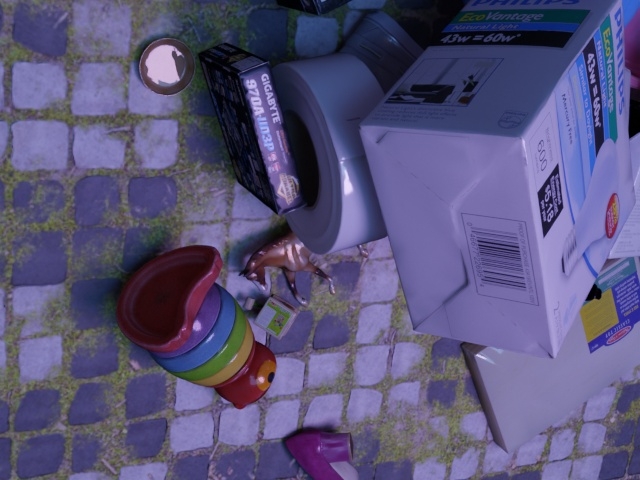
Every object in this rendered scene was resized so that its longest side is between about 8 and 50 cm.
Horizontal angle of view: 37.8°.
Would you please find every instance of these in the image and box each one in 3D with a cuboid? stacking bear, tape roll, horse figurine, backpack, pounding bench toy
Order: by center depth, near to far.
[{"bbox_3d":[0.011,-0.126,1.359,0.100,0.286,0.286,-14,115,-21],"label":"tape roll"},{"bbox_3d":[-0.168,0.158,1.454,0.289,0.164,0.175,51,52,-42],"label":"stacking bear"},{"bbox_3d":[0.000,0.000,1.532,0.263,0.066,0.174,-46,128,-2],"label":"horse figurine"},{"bbox_3d":[-0.084,0.117,1.539,0.083,0.065,0.052,32,93,3],"label":"pounding bench toy"},{"bbox_3d":[0.558,-0.204,1.727,0.105,0.084,0.114,6,112,-30],"label":"backpack"}]

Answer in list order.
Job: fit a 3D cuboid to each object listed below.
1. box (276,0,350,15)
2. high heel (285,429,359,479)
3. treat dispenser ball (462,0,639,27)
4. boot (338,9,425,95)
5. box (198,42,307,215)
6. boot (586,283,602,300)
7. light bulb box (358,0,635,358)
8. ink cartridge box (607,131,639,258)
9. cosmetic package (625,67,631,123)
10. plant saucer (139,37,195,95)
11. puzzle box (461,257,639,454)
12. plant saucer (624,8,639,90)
[{"bbox_3d":[0.030,-0.401,1.346,0.180,0.147,0.077,-30,120,-15],"label":"box"},{"bbox_3d":[0.009,0.442,1.713,0.117,0.082,0.244,-3,130,7],"label":"high heel"},{"bbox_3d":[0.352,-0.415,1.422,0.288,0.288,0.288,-10,113,-24],"label":"treat dispenser ball"},{"bbox_3d":[0.136,-0.231,1.470,0.258,0.095,0.123,41,87,-6],"label":"boot"},{"bbox_3d":[-0.099,-0.163,1.354,0.051,0.175,0.220,-24,117,-16],"label":"box"},{"bbox_3d":[0.408,0.062,1.720,0.198,0.137,0.077,4,107,-27],"label":"boot"},{"bbox_3d":[0.263,-0.100,1.282,0.361,0.225,0.358,-51,137,-37],"label":"light bulb box"},{"bbox_3d":[0.619,-0.159,1.713,0.308,0.091,0.385,-1,111,-48],"label":"ink cartridge box"},{"bbox_3d":[0.424,-0.202,1.567,0.151,0.151,0.184,-1,92,-59],"label":"cosmetic package"},{"bbox_3d":[-0.222,-0.251,1.351,0.083,0.015,0.083,-9,113,-23],"label":"plant saucer"},{"bbox_3d":[0.489,0.214,1.870,0.409,0.052,0.272,-30,119,-14],"label":"puzzle box"},{"bbox_3d":[0.596,-0.431,1.646,0.332,0.084,0.332,-6,111,-17],"label":"plant saucer"}]
